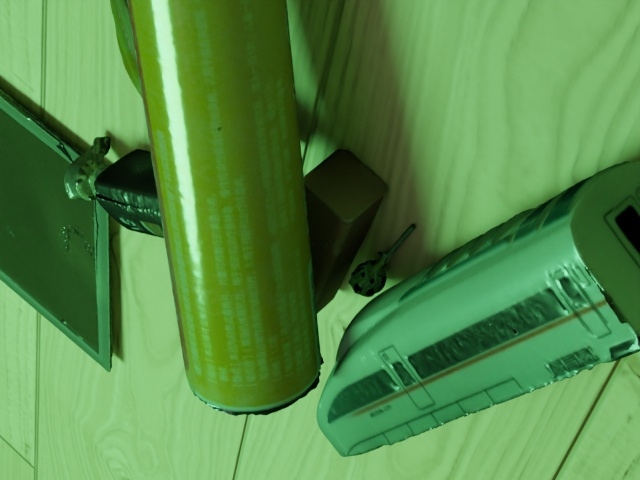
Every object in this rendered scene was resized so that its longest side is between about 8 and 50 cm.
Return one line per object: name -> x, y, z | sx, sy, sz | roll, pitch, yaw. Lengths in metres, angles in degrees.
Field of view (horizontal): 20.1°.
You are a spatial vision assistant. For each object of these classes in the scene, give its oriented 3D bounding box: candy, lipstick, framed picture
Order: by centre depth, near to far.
candy -> 0.042, 0.012, 1.179 | 0.025, 0.023, 0.083 | 18, 146, -14
lipstick -> 0.000, 0.000, 1.198 | 0.045, 0.045, 0.145 | 44, 149, 12
framed picture -> -0.249, -0.028, 1.530 | 0.216, 0.016, 0.273 | 38, 148, 21

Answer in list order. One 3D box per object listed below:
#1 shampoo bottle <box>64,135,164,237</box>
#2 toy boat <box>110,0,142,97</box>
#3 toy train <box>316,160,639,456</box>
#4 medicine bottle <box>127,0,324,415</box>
shampoo bottle -> -0.110, -0.034, 1.296 | 0.207, 0.063, 0.057 | 14, 145, 43
toy boat -> -0.081, -0.111, 1.166 | 0.066, 0.065, 0.172 | -36, 95, 38
toy train -> 0.084, 0.056, 1.105 | 0.088, 0.086, 0.407 | 50, 151, -3
medicine bottle -> -0.060, -0.084, 1.062 | 0.108, 0.108, 0.426 | 25, 135, 37
